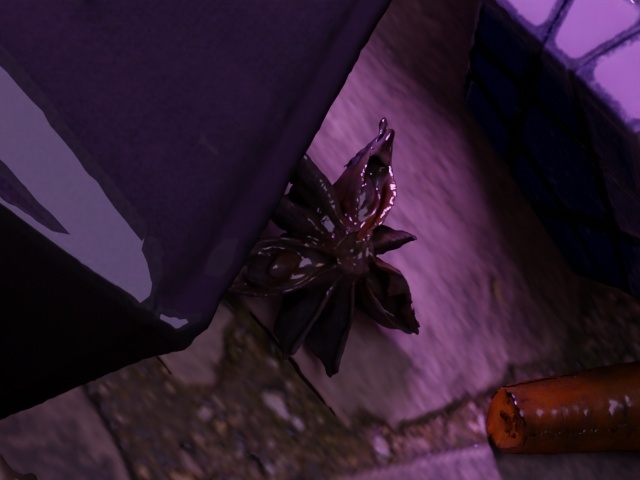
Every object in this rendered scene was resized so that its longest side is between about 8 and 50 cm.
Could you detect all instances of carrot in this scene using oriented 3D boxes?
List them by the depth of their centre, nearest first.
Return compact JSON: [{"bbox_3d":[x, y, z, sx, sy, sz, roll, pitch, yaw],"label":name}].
[{"bbox_3d":[0.160,0.090,0.862,0.162,0.055,0.055,0,73,-28],"label":"carrot"}]

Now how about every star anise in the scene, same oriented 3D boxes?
[{"bbox_3d":[-0.008,0.006,0.768,0.129,0.056,0.124,-16,103,-35],"label":"star anise"}]

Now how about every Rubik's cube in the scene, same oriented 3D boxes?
[{"bbox_3d":[0.229,-0.106,0.842,0.264,0.319,0.319,-32,93,-12],"label":"Rubik's cube"}]

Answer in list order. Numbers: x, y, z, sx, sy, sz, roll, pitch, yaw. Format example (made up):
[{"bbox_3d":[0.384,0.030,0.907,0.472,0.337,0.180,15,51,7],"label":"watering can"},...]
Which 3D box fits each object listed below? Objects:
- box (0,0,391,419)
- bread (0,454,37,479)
[{"bbox_3d":[-0.111,-0.119,0.621,0.204,0.251,0.345,40,56,-17],"label":"box"},{"bbox_3d":[-0.239,0.107,0.434,0.315,0.270,0.211,62,22,-25],"label":"bread"}]
